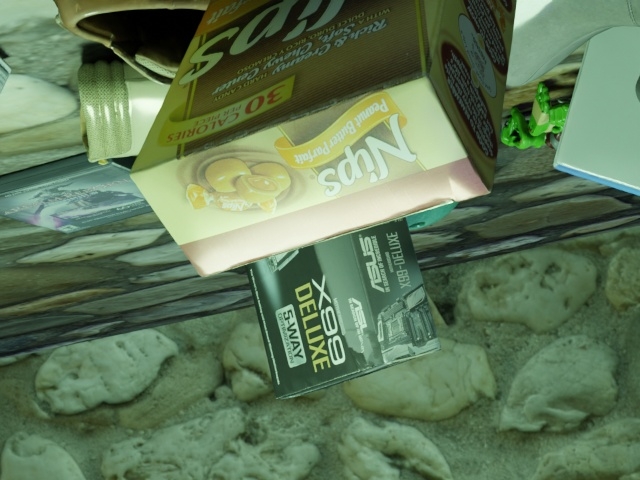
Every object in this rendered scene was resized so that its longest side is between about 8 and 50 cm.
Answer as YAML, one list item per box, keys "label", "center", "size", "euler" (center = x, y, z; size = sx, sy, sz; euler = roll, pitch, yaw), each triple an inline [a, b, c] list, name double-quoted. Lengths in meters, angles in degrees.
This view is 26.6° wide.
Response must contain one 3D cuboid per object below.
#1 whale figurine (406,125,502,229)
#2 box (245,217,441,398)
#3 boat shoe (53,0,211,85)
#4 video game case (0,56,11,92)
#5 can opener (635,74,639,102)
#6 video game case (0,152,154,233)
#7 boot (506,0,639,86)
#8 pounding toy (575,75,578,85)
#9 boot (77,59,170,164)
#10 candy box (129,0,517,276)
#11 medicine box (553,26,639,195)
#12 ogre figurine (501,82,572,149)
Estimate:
- label: "whale figurine"
  center: [0.112, -0.095, 1.527]
  size: [0.216, 0.141, 0.272]
  euler: [-7, 169, -21]
- label: "box"
  center: [0.000, 0.000, 1.452]
  size: [0.076, 0.307, 0.242]
  euler: [-10, 172, -30]
- label: "boat shoe"
  center: [-0.104, -0.164, 0.959]
  size: [0.123, 0.116, 0.324]
  euler: [-15, 169, 23]
- label: "video game case"
  center: [-0.311, -0.088, 1.058]
  size: [0.022, 0.173, 0.190]
  euler: [23, 173, 7]
- label: "can opener"
  center: [0.312, -0.197, 0.935]
  size: [0.076, 0.095, 0.283]
  euler: [14, 120, -13]
- label: "video game case"
  center: [-0.284, -0.056, 1.648]
  size: [0.196, 0.026, 0.274]
  euler: [-14, 171, 14]
- label: "boot"
  center: [0.243, -0.149, 0.905]
  size: [0.118, 0.223, 0.338]
  euler: [-14, 158, -36]
- label: "pounding toy"
  center: [0.372, -0.187, 1.469]
  size: [0.206, 0.094, 0.181]
  euler: [1, 172, -16]
- label: "boot"
  center: [-0.124, -0.115, 1.279]
  size: [0.203, 0.095, 0.262]
  euler: [-11, 169, -5]
- label: "candy box"
  center: [0.020, -0.129, 0.825]
  size: [0.183, 0.087, 0.316]
  euler: [-17, -147, 25]
- label: "medicine box"
  center: [0.378, -0.111, 1.221]
  size: [0.263, 0.149, 0.289]
  euler: [19, -165, 17]
- label: "ogre figurine"
  center: [0.302, -0.138, 1.641]
  size: [0.118, 0.097, 0.197]
  euler: [3, 156, -12]
